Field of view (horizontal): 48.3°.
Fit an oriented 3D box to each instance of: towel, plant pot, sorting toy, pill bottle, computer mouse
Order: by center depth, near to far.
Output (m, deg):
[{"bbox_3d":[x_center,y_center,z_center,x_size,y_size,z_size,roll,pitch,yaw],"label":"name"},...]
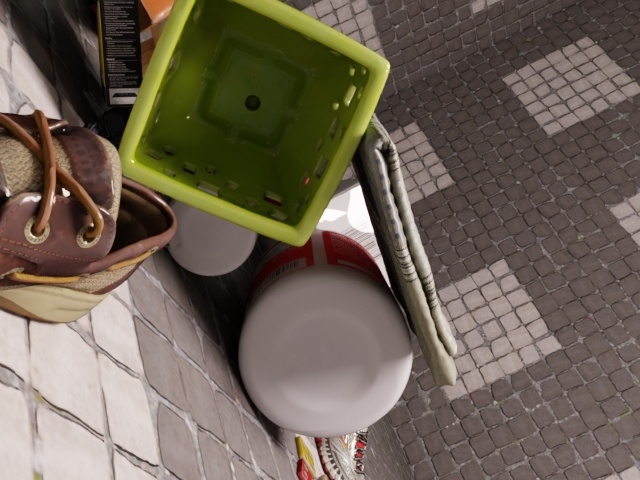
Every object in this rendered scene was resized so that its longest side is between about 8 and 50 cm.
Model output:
[{"bbox_3d":[-0.238,-0.108,0.797,0.242,0.041,0.071,-88,164,-72],"label":"computer mouse"},{"bbox_3d":[-0.080,-0.157,0.820,0.227,0.228,0.207,23,15,-13],"label":"plant pot"},{"bbox_3d":[0.100,-0.020,0.912,0.312,0.056,0.324,-107,178,-68],"label":"towel"},{"bbox_3d":[-0.139,-0.031,0.972,0.119,0.119,0.208,63,3,-10],"label":"pill bottle"},{"bbox_3d":[0.041,0.412,1.048,0.275,0.046,0.132,63,3,-3],"label":"sorting toy"},{"bbox_3d":[-0.001,0.110,1.098,0.229,0.229,0.408,63,3,-12],"label":"pill bottle"}]

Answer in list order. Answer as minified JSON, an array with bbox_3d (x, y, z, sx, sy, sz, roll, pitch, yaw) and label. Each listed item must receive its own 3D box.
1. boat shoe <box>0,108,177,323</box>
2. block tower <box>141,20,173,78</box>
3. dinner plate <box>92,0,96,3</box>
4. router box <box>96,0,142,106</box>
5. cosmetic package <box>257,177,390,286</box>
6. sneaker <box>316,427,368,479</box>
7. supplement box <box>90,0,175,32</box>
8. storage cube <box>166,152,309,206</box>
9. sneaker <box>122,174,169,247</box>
[{"bbox_3d":[-0.169,-0.028,0.390,0.123,0.123,0.342,65,3,15],"label":"boat shoe"},{"bbox_3d":[-0.230,-0.219,1.262,0.335,0.097,0.091,63,3,-54],"label":"block tower"},{"bbox_3d":[-0.351,-0.376,1.190,0.141,0.017,0.141,63,3,-6],"label":"dinner plate"},{"bbox_3d":[-0.241,-0.236,0.851,0.179,0.046,0.133,-136,-136,-65],"label":"router box"},{"bbox_3d":[0.000,0.000,1.489,0.385,0.156,0.217,9,-54,66],"label":"cosmetic package"},{"bbox_3d":[0.044,0.344,1.216,0.088,0.092,0.225,59,6,-55],"label":"sneaker"},{"bbox_3d":[-0.263,-0.343,1.032,0.080,0.078,0.233,59,-21,-18],"label":"supplement box"},{"bbox_3d":[-0.120,-0.173,1.141,0.193,0.183,0.215,55,49,-57],"label":"storage cube"},{"bbox_3d":[-0.192,-0.029,0.807,0.098,0.038,0.069,60,5,-50],"label":"sneaker"}]
